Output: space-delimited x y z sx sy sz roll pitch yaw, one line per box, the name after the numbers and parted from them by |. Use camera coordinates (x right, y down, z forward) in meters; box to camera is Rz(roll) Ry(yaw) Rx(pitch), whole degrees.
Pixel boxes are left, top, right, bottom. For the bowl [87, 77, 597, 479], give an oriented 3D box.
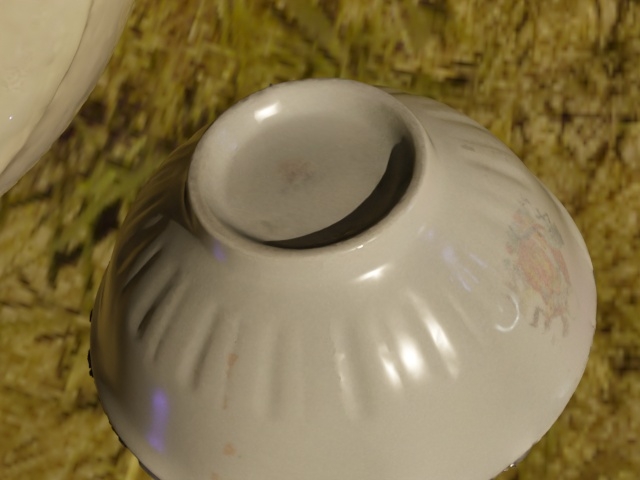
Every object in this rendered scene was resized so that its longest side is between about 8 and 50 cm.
0.000 0.000 0.620 0.189 0.189 0.086 -1 140 10 | bowl

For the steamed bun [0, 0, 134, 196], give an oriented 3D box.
-0.184 -0.117 0.478 0.283 0.177 0.283 -1 112 -3 | steamed bun
